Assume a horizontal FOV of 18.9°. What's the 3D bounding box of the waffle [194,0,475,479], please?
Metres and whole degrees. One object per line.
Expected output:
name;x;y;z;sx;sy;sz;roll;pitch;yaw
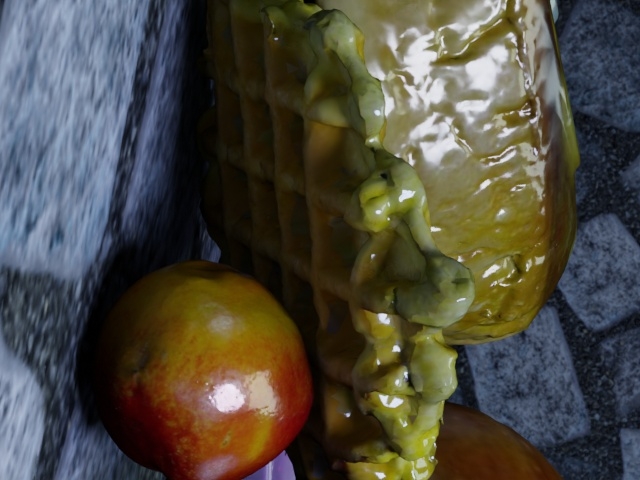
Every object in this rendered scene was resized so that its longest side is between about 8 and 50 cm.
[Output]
waffle;0.000;0.000;0.872;0.243;0.058;0.238;105;-33;-52

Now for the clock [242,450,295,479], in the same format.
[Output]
clock;-0.012;0.152;1.153;0.248;0.090;0.228;27;64;-74

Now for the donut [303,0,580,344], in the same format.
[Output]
donut;0.065;-0.102;1.047;0.330;0.160;0.330;172;-90;-88

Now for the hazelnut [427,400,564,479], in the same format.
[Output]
hazelnut;0.097;0.322;1.696;0.372;0.315;0.372;-51;-153;38

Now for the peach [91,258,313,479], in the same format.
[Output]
peach;-0.054;0.057;0.815;0.101;0.100;0.101;11;90;-83
